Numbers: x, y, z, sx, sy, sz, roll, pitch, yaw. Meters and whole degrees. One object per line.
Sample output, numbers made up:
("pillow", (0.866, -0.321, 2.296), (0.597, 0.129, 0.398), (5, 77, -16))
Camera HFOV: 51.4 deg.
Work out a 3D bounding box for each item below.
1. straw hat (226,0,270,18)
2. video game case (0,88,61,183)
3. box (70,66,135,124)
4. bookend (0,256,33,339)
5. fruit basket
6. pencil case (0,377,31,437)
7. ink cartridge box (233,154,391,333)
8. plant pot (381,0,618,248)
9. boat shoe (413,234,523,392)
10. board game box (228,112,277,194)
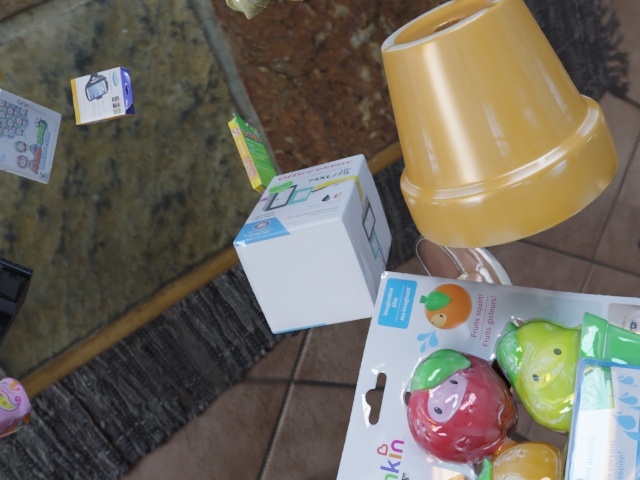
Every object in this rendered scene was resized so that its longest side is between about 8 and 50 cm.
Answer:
("straw hat", (-0.098, -0.341, 0.916), (0.144, 0.144, 0.061), (21, 106, -35))
("video game case", (-0.614, -0.212, 1.375), (0.143, 0.019, 0.157), (21, 72, -53))
("box", (-0.373, -0.251, 1.159), (0.028, 0.136, 0.081), (-13, 98, -63))
("bookend", (-0.660, 0.143, 1.349), (0.072, 0.156, 0.157), (25, 51, -15))
("fruit basket", (0.194, 0.194, 0.690), (0.165, 0.352, 0.327), (56, 46, -62))
("pencil case", (-0.738, 0.380, 1.345), (0.284, 0.124, 0.124), (-22, 119, -50))
("ink cartridge box", (0.000, 0.000, 1.215), (0.198, 0.270, 0.197), (-12, 116, 18))
("plant pot", (0.153, -0.127, 0.636), (0.205, 0.205, 0.188), (-35, 114, -17))
("boat shoe", (0.257, 0.110, 1.110), (0.116, 0.324, 0.123), (-23, 150, -29))
("board game box", (-0.174, -0.223, 1.796), (0.039, 0.260, 0.124), (-31, 150, 18))
